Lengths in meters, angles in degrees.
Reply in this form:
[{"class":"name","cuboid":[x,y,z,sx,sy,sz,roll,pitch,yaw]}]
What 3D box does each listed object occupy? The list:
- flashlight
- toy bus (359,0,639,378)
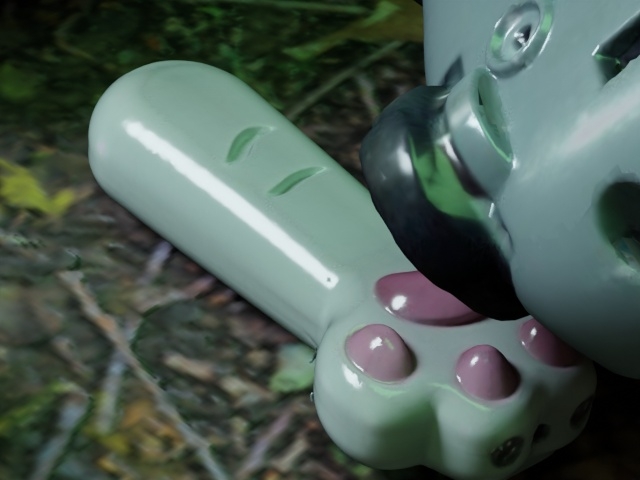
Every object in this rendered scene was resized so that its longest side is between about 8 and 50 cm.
[{"class":"flashlight","cuboid":[0.000,0.000,0.587,0.093,0.047,0.200,-22,46,-34]},{"class":"toy bus","cuboid":[0.151,-0.071,0.561,0.232,0.194,0.288,30,33,-24]}]
